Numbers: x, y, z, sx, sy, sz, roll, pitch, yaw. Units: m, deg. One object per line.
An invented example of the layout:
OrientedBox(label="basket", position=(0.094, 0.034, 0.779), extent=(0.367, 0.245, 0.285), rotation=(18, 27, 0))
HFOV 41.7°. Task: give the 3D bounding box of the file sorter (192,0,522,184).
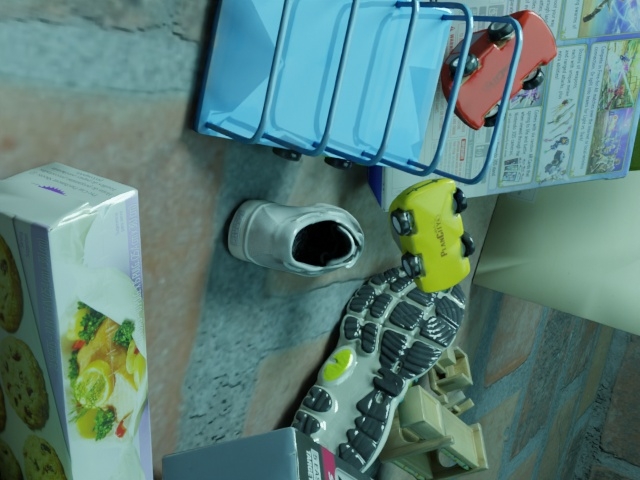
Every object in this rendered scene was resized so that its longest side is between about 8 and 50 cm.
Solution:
OrientedBox(label="file sorter", position=(0.025, -0.105, 0.533), extent=(0.170, 0.104, 0.118), rotation=(7, 102, -28))

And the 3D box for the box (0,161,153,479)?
OrientedBox(label="box", position=(-0.141, 0.118, 0.483), extent=(0.063, 0.067, 0.323), rotation=(-33, 134, -50))

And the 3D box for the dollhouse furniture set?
OrientedBox(label="dollhouse furniture set", position=(0.106, 0.182, 0.998), extent=(0.182, 0.101, 0.160), rotation=(43, 33, -45))

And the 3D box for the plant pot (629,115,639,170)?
OrientedBox(label="plant pot", position=(0.302, -0.229, 0.917), extent=(0.294, 0.275, 0.274), rotation=(4, 102, -53))

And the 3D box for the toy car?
OrientedBox(label="toy car", position=(0.051, -0.085, 0.653), extent=(0.225, 0.053, 0.239), rotation=(10, 107, -27))

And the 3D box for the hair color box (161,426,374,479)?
OrientedBox(label="hair color box", position=(0.012, 0.300, 0.696), extent=(0.374, 0.114, 0.185), rotation=(51, 28, -55))

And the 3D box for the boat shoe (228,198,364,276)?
OrientedBox(label="boat shoe", position=(0.000, 0.000, 0.675), extent=(0.184, 0.063, 0.066), rotation=(20, 88, -63))

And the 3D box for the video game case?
OrientedBox(label="video game case", position=(0.164, -0.168, 0.724), extent=(0.061, 0.244, 0.269), rotation=(-112, -162, -55))

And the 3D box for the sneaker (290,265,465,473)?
OrientedBox(label="sneaker", position=(0.048, 0.134, 0.840), extent=(0.275, 0.107, 0.110), rotation=(-50, 165, -28))

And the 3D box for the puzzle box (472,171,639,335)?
OrientedBox(label="puzzle box", position=(0.395, -0.094, 1.128), extent=(0.052, 0.272, 0.408), rotation=(15, 93, -63))
